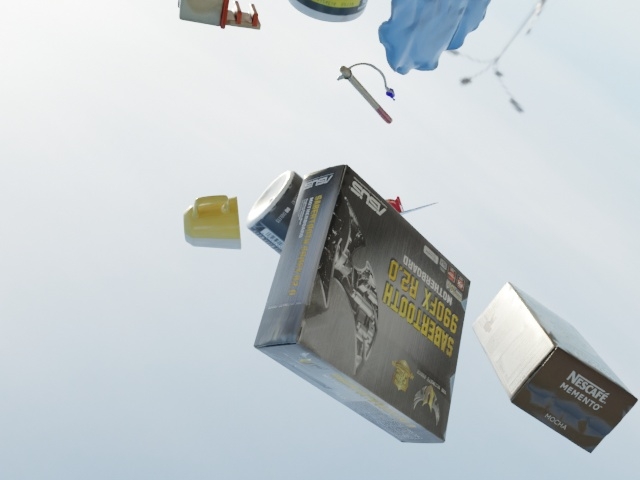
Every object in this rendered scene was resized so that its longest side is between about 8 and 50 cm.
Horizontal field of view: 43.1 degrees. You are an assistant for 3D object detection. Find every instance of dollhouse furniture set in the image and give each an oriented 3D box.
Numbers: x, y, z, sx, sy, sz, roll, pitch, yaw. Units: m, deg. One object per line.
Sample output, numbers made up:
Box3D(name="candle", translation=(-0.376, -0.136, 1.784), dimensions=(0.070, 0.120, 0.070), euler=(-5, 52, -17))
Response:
Box3D(name="dollhouse furniture set", translation=(-0.149, -0.479, 1.290), dimensions=(0.135, 0.259, 0.262), euler=(3, -150, -14))

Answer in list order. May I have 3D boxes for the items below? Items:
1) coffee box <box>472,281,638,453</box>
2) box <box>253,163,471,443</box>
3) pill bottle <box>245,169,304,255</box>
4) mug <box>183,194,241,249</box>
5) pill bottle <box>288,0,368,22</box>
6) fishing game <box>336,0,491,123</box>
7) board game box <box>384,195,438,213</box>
Box3D(name="coffee box", translation=(0.384, 0.204, 1.373), dimensions=(0.168, 0.119, 0.297), euler=(34, -167, -11))
Box3D(name="box", translation=(0.052, 0.066, 0.773), dimensions=(0.231, 0.056, 0.183), euler=(40, -128, -37))
Box3D(name="pill bottle", translation=(0.000, 0.000, 1.418), dimensions=(0.246, 0.130, 0.130), euler=(40, -150, -17))
Box3D(name="mug", translation=(-0.126, -0.025, 0.935), dimensions=(0.064, 0.078, 0.062), euler=(-4, -154, -6))
Box3D(name="pill bottle", translation=(0.028, -0.401, 1.047), dimensions=(0.119, 0.208, 0.119), euler=(9, -133, -9))
Box3D(name="fishing game", translation=(0.112, -0.235, 0.737), dimensions=(0.041, 0.264, 0.189), euler=(41, -174, 23))
Box3D(name="board game box", translation=(0.102, -0.050, 1.302), dimensions=(0.133, 0.169, 0.033), euler=(-16, -92, -36))
